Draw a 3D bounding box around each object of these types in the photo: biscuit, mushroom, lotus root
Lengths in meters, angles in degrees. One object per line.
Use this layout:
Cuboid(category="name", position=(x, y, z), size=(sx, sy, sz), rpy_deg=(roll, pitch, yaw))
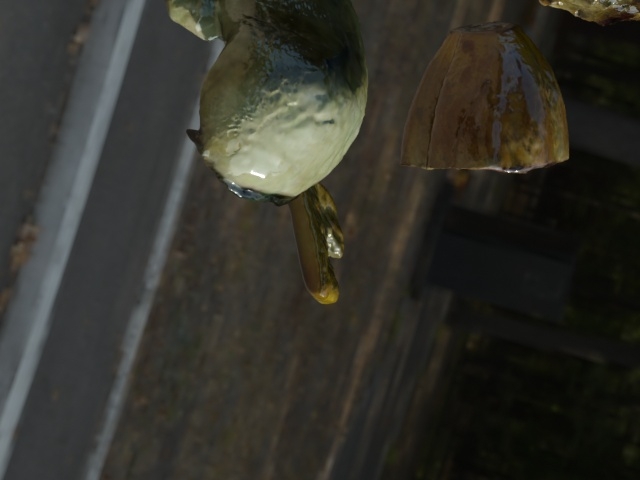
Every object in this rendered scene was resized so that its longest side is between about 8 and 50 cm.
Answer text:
Cuboid(category="biscuit", position=(0.000, 0.000, 1.927), size=(0.183, 0.039, 0.174), rpy_deg=(37, 36, -73))
Cuboid(category="mushroom", position=(-0.048, -0.193, 1.462), size=(0.247, 0.130, 0.344), rpy_deg=(50, 22, -34))
Cuboid(category="lotus root", position=(0.187, -0.166, 1.873), size=(0.199, 0.188, 0.180), rpy_deg=(-19, 109, -61))

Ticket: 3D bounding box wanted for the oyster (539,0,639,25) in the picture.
Cuboid(category="oyster", position=(0.440, -0.389, 2.038), size=(0.096, 0.361, 0.221), rpy_deg=(-41, 121, -62))
